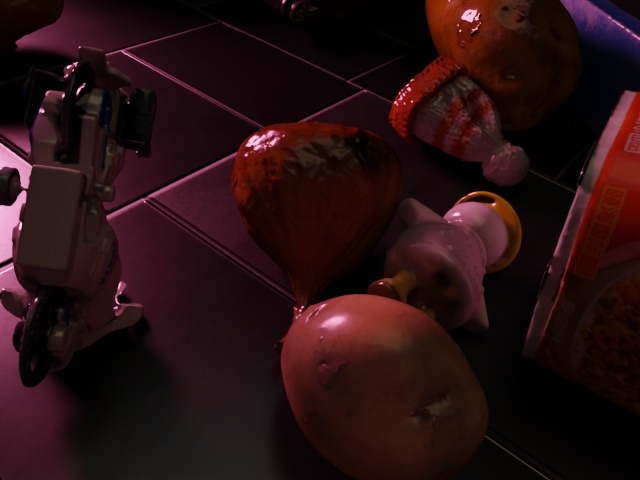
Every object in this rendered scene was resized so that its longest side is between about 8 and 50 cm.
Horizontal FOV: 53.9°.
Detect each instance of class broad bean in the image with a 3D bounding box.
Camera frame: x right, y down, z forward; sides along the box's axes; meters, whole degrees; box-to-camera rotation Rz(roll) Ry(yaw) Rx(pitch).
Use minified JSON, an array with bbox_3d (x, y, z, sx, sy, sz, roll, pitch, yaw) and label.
[{"bbox_3d":[-0.422,-0.276,0.739,0.229,0.122,0.156,-12,14,-32],"label":"broad bean"}]

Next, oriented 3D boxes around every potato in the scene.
[{"bbox_3d":[0.039,0.093,0.414,0.147,0.112,0.112,34,44,16],"label":"potato"},{"bbox_3d":[0.236,-0.284,0.856,0.196,0.176,0.369,6,34,-9],"label":"potato"}]

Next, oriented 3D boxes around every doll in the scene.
[{"bbox_3d":[0.112,0.014,0.534,0.207,0.081,0.129,-36,97,-47],"label":"doll"}]

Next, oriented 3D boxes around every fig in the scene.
[{"bbox_3d":[0.000,0.000,0.530,0.146,0.134,0.201,-5,71,6],"label":"fig"}]

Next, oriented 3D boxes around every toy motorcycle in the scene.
[{"bbox_3d":[-0.171,-0.015,0.443,0.102,0.221,0.150,8,-5,-6],"label":"toy motorcycle"}]

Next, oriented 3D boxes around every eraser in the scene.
[{"bbox_3d":[0.370,-0.261,0.877,0.043,0.144,0.311,-5,42,-14],"label":"eraser"}]

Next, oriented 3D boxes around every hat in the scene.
[{"bbox_3d":[0.169,-0.126,0.717,0.112,0.093,0.162,-43,66,-15],"label":"hat"}]

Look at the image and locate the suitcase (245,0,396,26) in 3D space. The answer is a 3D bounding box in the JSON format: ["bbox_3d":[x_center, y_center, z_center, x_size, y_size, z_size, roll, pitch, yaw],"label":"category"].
[{"bbox_3d":[0.025,-0.512,1.065,0.283,0.194,0.434,36,44,27],"label":"suitcase"}]

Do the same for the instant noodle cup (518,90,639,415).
[{"bbox_3d":[0.328,0.038,0.439,0.308,0.293,0.294,21,40,23],"label":"instant noodle cup"}]
